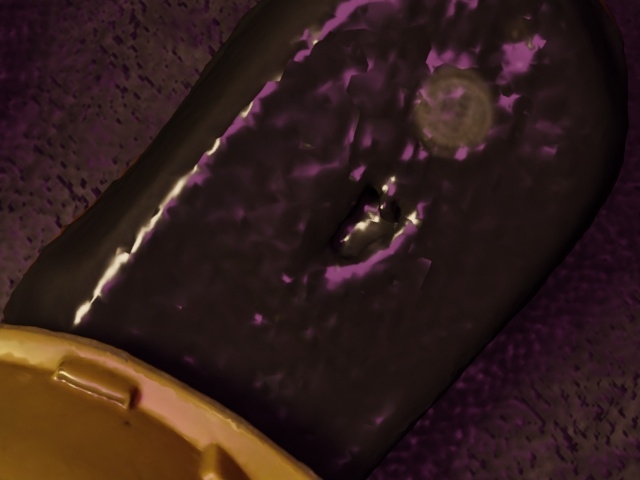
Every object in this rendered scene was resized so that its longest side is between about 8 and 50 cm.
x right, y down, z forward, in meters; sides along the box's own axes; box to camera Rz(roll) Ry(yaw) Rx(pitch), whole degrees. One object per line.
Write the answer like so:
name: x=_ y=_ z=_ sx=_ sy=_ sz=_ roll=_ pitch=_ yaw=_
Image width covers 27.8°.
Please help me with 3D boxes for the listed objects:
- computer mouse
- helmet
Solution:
computer mouse: x=0.000 y=-0.001 z=0.580 sx=0.183 sy=0.116 sz=0.323 roll=42 pitch=92 yaw=-7
helmet: x=-0.113 y=0.154 z=0.481 sx=0.257 sy=0.140 sz=0.205 roll=21 pitch=113 yaw=2
